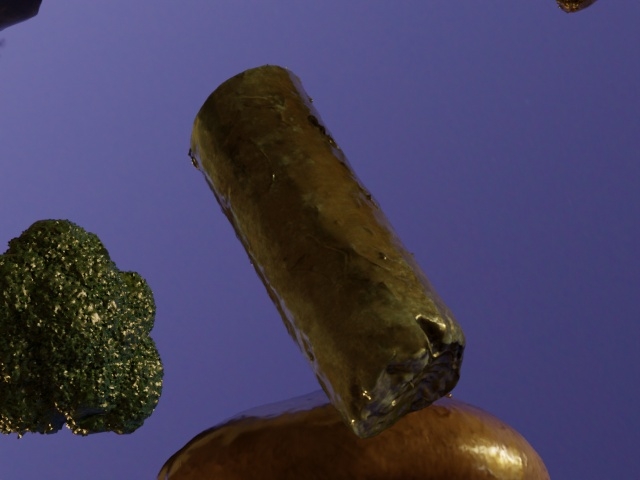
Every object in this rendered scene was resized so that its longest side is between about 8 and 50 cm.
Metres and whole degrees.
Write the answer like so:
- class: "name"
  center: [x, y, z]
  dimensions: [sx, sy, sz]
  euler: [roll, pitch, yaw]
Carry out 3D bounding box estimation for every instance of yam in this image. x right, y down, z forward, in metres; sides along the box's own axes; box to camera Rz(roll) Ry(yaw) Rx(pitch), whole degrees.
- class: "yam"
  center: [0.000, 0.000, 0.662]
  dimensions: [0.093, 0.093, 0.259]
  euler: [-35, -127, 5]

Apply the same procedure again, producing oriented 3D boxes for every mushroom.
- class: "mushroom"
  center: [0.025, 0.181, 0.761]
  dimensions: [0.278, 0.278, 0.146]
  euler: [-15, -116, 19]

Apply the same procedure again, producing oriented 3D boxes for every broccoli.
- class: "broccoli"
  center: [-0.313, 0.124, 1.280]
  dimensions: [0.254, 0.269, 0.269]
  euler: [-37, -132, -25]

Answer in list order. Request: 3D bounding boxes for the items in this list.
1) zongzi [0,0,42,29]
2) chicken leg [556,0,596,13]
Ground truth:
- class: "zongzi"
  center: [-0.481, -0.240, 0.858]
  dimensions: [0.432, 0.403, 0.207]
  euler: [-8, -96, 24]
- class: "chicken leg"
  center: [0.303, -0.343, 1.178]
  dimensions: [0.069, 0.085, 0.198]
  euler: [9, -112, 32]
